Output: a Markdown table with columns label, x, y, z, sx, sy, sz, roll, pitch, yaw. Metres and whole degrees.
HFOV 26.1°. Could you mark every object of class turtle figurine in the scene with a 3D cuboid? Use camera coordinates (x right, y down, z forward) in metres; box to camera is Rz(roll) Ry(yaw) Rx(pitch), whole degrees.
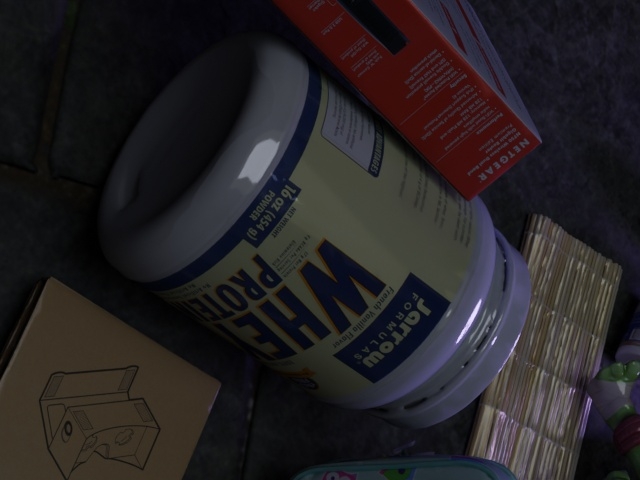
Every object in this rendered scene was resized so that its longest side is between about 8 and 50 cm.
| label | x | y | z | sx | sy | sz | roll | pitch | yaw |
| --- | --- | --- | --- | --- | --- | --- | --- | --- | --- |
| turtle figurine | 0.382 | 0.233 | 1.388 | 0.274 | 0.198 | 0.266 | 54 | 20 | -56 |

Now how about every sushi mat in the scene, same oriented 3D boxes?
| label | x | y | z | sx | sy | sz | roll | pitch | yaw |
| --- | --- | --- | --- | --- | --- | --- | --- | --- | --- |
| sushi mat | 0.240 | 0.143 | 1.472 | 0.151 | 0.019 | 0.316 | 28 | 69 | -32 |

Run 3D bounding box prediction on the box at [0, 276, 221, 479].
| label | x | y | z | sx | sy | sz | roll | pitch | yaw |
| --- | --- | --- | --- | --- | --- | --- | --- | --- | --- |
| box | -0.187 | 0.149 | 1.147 | 0.201 | 0.021 | 0.164 | 37 | 65 | -35 |

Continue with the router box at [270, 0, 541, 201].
| label | x | y | z | sx | sy | sz | roll | pitch | yaw |
| --- | --- | --- | --- | --- | --- | --- | --- | --- | --- |
| router box | 0.038 | -0.226 | 1.194 | 0.082 | 0.335 | 0.301 | -39 | 115 | 16 |

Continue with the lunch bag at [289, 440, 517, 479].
| label | x | y | z | sx | sy | sz | roll | pitch | yaw |
| --- | --- | --- | --- | --- | --- | --- | --- | --- | --- |
| lunch bag | 0.072 | 0.320 | 1.219 | 0.108 | 0.224 | 0.279 | 13 | 73 | -70 |

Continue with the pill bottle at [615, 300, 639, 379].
| label | x | y | z | sx | sy | sz | roll | pitch | yaw |
| --- | --- | --- | --- | --- | --- | --- | --- | --- | --- |
| pill bottle | 0.384 | 0.096 | 1.551 | 0.067 | 0.067 | 0.120 | 43 | 63 | -25 |

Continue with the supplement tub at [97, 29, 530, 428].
| label | x | y | z | sx | sy | sz | roll | pitch | yaw |
| --- | --- | --- | --- | --- | --- | --- | --- | --- | --- |
| supplement tub | 0.000 | 0.000 | 1.179 | 0.325 | 0.235 | 0.235 | 36 | 66 | -27 |
